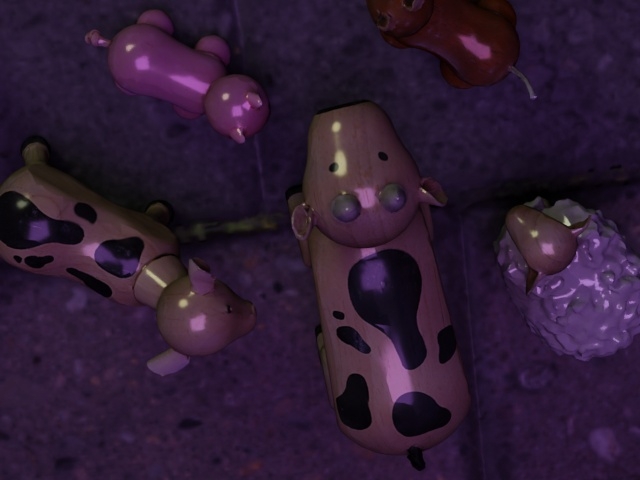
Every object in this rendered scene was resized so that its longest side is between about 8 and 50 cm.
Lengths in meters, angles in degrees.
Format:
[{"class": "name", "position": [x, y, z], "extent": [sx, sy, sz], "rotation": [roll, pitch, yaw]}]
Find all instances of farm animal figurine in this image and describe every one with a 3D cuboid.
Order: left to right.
[{"class": "farm animal figurine", "position": [0.000, 0.000, 0.835], "extent": [0.330, 0.172, 0.327], "rotation": [-28, 110, 6]}]
